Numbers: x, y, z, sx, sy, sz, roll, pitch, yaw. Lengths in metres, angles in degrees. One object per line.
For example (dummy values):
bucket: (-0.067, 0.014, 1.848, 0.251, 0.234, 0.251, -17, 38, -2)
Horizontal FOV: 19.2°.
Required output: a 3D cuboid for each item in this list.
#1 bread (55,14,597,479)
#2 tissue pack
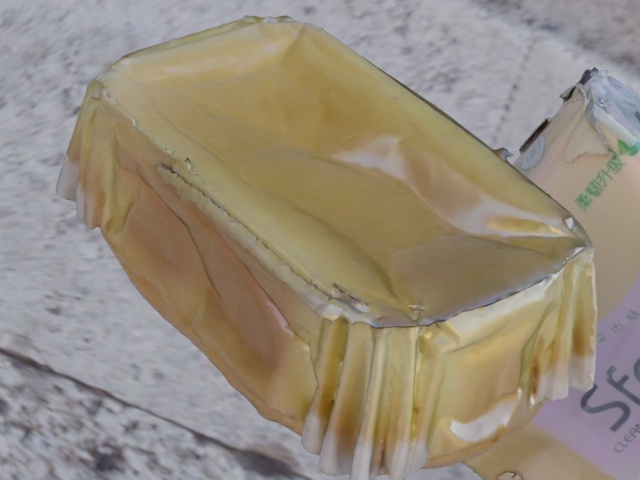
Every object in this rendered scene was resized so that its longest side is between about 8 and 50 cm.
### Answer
bread: (0.000, 0.000, 0.811, 0.136, 0.241, 0.107, -20, 130, -31)
tissue pack: (0.172, 0.044, 1.208, 0.215, 0.123, 0.256, 37, 116, -3)
